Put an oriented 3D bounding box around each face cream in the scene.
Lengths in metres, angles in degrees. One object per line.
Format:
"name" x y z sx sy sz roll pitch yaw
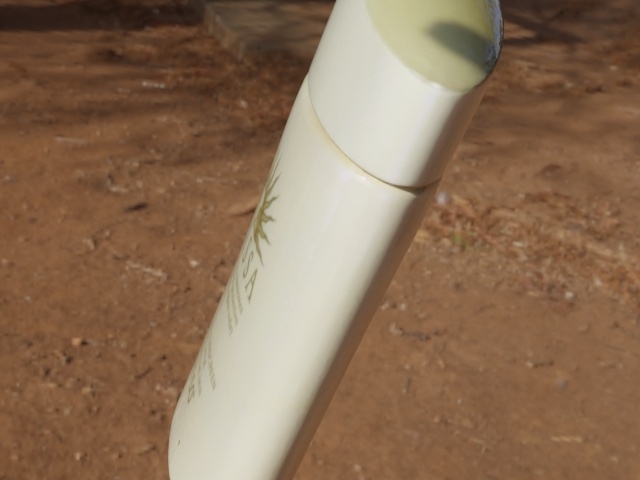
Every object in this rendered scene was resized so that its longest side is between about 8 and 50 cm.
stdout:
"face cream" 0.000 0.000 0.535 0.081 0.349 0.173 17 30 -11
